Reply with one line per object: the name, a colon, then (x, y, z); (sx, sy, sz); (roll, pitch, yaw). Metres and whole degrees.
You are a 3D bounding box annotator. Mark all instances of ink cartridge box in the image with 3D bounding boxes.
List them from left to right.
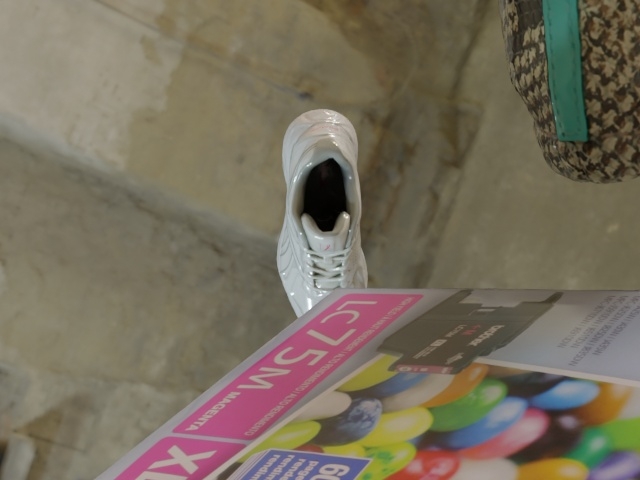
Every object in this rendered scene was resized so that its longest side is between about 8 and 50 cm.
ink cartridge box: (0.084, 0.078, 0.388); (0.311, 0.065, 0.186); (1, 25, 38)

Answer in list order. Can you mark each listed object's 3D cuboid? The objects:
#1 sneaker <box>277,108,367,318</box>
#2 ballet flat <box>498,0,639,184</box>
sneaker: (0.000, 0.000, 1.119); (0.115, 0.090, 0.232); (-96, 0, -70)
ballet flat: (0.245, -0.112, 0.631); (0.164, 0.483, 0.182); (9, 107, 41)
